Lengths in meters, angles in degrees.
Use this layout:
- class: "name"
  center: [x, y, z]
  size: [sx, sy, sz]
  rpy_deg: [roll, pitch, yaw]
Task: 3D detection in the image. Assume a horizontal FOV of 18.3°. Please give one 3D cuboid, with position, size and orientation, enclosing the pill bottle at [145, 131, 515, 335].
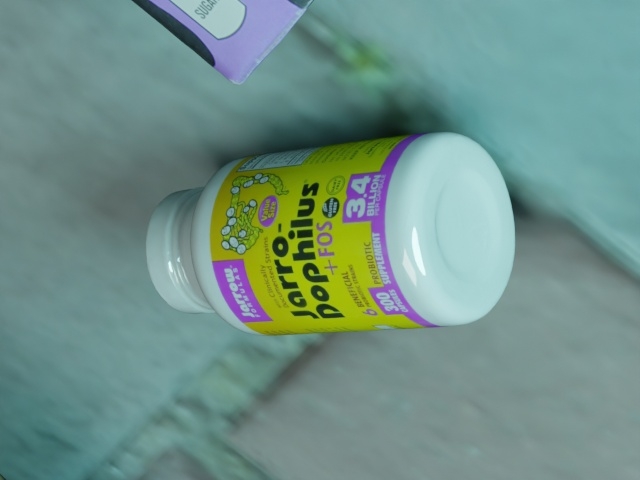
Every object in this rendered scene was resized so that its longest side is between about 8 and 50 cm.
- class: "pill bottle"
  center: [0.000, 0.000, 0.459]
  size: [0.083, 0.043, 0.043]
  rpy_deg: [-6, 127, 38]

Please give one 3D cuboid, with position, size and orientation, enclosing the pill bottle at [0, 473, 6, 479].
- class: "pill bottle"
  center: [-0.096, 0.195, 0.639]
  size: [0.153, 0.153, 0.264]
  rpy_deg: [-18, 119, 44]

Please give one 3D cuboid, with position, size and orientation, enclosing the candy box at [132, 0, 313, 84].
- class: "candy box"
  center: [-0.039, -0.144, 0.318]
  size: [0.196, 0.070, 0.165]
  rpy_deg: [39, 141, -6]
